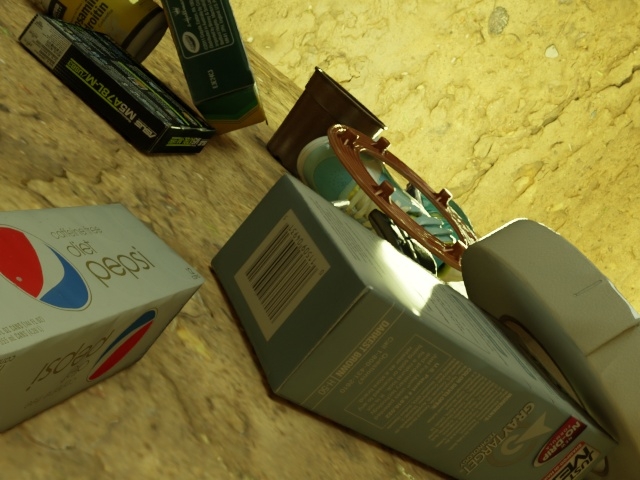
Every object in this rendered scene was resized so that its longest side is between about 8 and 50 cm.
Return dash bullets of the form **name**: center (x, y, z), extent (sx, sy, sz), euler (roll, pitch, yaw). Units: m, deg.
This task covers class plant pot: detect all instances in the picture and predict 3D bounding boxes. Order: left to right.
- **plant pot**: center (0.002, -0.191, 1.465), extent (0.167, 0.165, 0.167), euler (40, 12, -10)

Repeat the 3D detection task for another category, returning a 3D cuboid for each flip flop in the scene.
- **flip flop**: center (0.110, 0.065, 1.105), extent (0.112, 0.080, 0.277), euler (30, 31, -44)

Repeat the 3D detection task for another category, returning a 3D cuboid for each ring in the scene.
- **ring**: center (0.146, -0.070, 1.278), extent (0.336, 0.032, 0.337), euler (38, 18, -15)

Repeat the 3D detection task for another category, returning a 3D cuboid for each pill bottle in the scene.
- **pill bottle**: center (-0.296, -0.313, 1.085), extent (0.184, 0.103, 0.103), euler (39, 11, -7)

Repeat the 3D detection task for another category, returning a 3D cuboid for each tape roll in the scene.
- **tape roll**: center (0.291, 0.158, 0.946), extent (0.392, 0.072, 0.392), euler (60, -4, 7)

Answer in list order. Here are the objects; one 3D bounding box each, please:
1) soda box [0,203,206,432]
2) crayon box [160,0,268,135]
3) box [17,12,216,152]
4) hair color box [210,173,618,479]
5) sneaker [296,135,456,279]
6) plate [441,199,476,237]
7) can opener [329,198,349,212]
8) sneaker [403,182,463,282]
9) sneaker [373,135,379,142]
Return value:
- **soda box**: center (-0.135, 0.033, 0.392), extent (0.074, 0.069, 0.216), euler (42, 10, 6)
- **crayon box**: center (-0.145, -0.262, 1.129), extent (0.323, 0.083, 0.203), euler (102, -29, -89)
- **box**: center (-0.224, -0.175, 0.955), extent (0.190, 0.045, 0.184), euler (41, 8, 2)
- **hair color box**: center (0.093, 0.107, 0.762), extent (0.374, 0.114, 0.185), euler (32, 14, -36)
- **sneaker**: center (0.110, -0.041, 1.361), extent (0.319, 0.127, 0.208), euler (33, 13, -34)
- **plate**: center (0.255, -0.002, 1.702), extent (0.188, 0.024, 0.188), euler (46, -33, 42)
- **can opener**: center (0.000, 0.000, 0.957), extent (0.095, 0.076, 0.283), euler (42, 12, 5)
- **sneaker**: center (0.219, -0.010, 1.618), extent (0.109, 0.107, 0.275), euler (9, 36, -25)
- **sneaker**: center (0.034, -0.148, 1.655), extent (0.282, 0.102, 0.161), euler (33, -32, 55)
